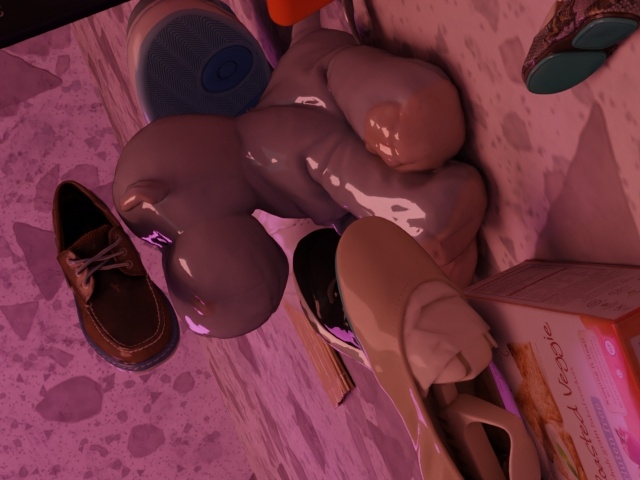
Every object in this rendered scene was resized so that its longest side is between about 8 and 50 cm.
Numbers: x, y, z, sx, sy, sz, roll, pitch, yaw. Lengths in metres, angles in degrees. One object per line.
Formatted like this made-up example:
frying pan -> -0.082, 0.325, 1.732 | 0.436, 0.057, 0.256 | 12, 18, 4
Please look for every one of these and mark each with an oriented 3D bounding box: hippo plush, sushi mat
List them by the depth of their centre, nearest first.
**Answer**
hippo plush -> -0.032, -0.050, 0.873 | 0.294, 0.237, 0.234 | 67, 167, -8
sushi mat -> -0.038, 0.084, 1.643 | 0.316, 0.019, 0.151 | 62, 168, 14

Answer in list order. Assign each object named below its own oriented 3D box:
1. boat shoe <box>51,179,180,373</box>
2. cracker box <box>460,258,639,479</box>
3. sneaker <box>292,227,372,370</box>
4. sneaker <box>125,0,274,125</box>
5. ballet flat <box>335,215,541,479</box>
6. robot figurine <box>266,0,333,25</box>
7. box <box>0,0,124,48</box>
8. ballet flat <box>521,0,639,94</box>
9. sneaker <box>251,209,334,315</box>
boat shoe -> -0.163, 0.023, 0.863 | 0.183, 0.066, 0.066 | 49, 163, 42
cracker box -> 0.172, 0.097, 0.704 | 0.155, 0.067, 0.232 | 67, 168, -6
sneaker -> 0.079, 0.065, 0.986 | 0.283, 0.107, 0.124 | 47, 154, 30
sneaker -> -0.131, -0.182, 1.107 | 0.208, 0.127, 0.319 | 54, -178, 25
ballet flat -> 0.088, 0.096, 0.744 | 0.248, 0.086, 0.086 | 67, 167, -13
robot figurine -> -0.027, -0.246, 0.754 | 0.219, 0.128, 0.158 | 79, -171, -49
box -> -0.216, -0.338, 0.970 | 0.296, 0.294, 0.183 | 68, 167, -12
ballet flat -> 0.131, -0.107, 0.584 | 0.041, 0.041, 0.114 | 64, 167, 6
sneaker -> 0.000, 0.000, 1.207 | 0.129, 0.111, 0.297 | 44, 164, 16
